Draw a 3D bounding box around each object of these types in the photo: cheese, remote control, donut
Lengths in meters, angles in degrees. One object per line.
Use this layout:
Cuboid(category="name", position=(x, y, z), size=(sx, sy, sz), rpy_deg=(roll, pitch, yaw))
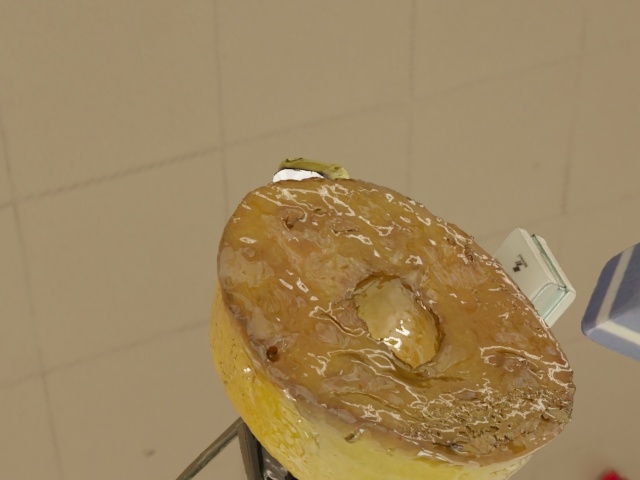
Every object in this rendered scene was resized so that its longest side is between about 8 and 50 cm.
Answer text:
Cuboid(category="cheese", position=(-0.001, 0.000, 1.351), size=(0.036, 0.086, 0.162), rpy_deg=(-31, 122, -47))
Cuboid(category="remote control", position=(0.173, 0.121, 1.556), size=(0.056, 0.103, 0.277), rpy_deg=(21, 118, -30))
Cuboid(category="donut", position=(0.040, 0.081, 0.985), size=(0.278, 0.277, 0.108), rpy_deg=(4, 131, -33))

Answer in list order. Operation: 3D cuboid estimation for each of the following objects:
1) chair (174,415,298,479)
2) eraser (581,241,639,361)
Cuboid(category="chair", position=(-0.008, 0.240, 1.279), size=(0.188, 0.166, 0.272), rpy_deg=(32, 110, -26))
Cuboid(category="eraser", position=(0.262, 0.062, 0.764), size=(0.082, 0.225, 0.036), rpy_deg=(-55, 164, -50))
